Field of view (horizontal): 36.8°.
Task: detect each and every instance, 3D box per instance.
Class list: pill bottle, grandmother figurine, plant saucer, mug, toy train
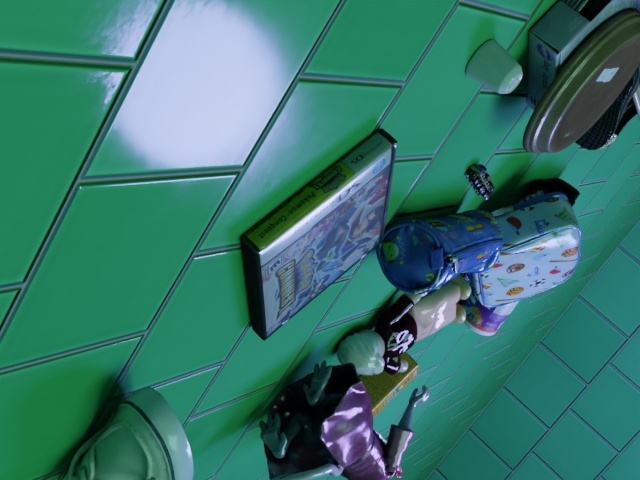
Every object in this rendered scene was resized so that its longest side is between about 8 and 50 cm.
[{"bbox_3d":[0.416,0.123,2.266,0.108,0.108,0.194,-19,145,-52],"label":"pill bottle"},{"bbox_3d":[0.162,0.177,1.899,0.342,0.104,0.208,-22,121,-43],"label":"grandmother figurine"},{"bbox_3d":[0.432,-0.244,1.546,0.278,0.041,0.278,-39,158,-19],"label":"plant saucer"},{"bbox_3d":[0.253,-0.241,1.349,0.078,0.064,0.062,-30,153,-38],"label":"mug"},{"bbox_3d":[0.289,-0.106,1.718,0.036,0.027,0.158,-52,160,3],"label":"toy train"}]

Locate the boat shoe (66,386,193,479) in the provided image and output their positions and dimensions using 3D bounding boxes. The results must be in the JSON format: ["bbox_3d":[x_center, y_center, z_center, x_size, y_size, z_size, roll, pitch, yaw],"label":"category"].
[{"bbox_3d":[-0.281,0.323,1.267,0.156,0.136,0.367,-29,163,-33],"label":"boat shoe"}]

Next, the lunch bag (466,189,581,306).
[{"bbox_3d":[0.401,0.022,1.958,0.243,0.115,0.303,-19,151,4],"label":"lunch bag"}]

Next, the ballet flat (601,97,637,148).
[{"bbox_3d":[0.689,-0.290,2.118,0.250,0.058,0.084,-46,159,-2],"label":"ballet flat"}]

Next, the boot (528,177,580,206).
[{"bbox_3d":[0.469,-0.029,2.110,0.207,0.094,0.246,-59,162,20],"label":"boot"}]

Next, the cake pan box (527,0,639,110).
[{"bbox_3d":[0.433,-0.336,1.527,0.246,0.070,0.267,-47,160,-5],"label":"cake pan box"}]

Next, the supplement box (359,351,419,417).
[{"bbox_3d":[0.111,0.334,2.098,0.233,0.080,0.078,-45,162,-12],"label":"supplement box"}]

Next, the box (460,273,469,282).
[{"bbox_3d":[0.315,0.081,2.120,0.083,0.018,0.067,-53,158,15],"label":"box"}]

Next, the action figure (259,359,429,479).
[{"bbox_3d":[0.070,0.384,1.792,0.248,0.276,0.370,-22,135,23],"label":"action figure"}]

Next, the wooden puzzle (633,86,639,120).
[{"bbox_3d":[0.757,-0.352,2.051,0.239,0.044,0.221,-46,135,-8],"label":"wooden puzzle"}]

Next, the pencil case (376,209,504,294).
[{"bbox_3d":[0.215,0.014,1.650,0.306,0.133,0.120,-11,106,-59],"label":"pencil case"}]

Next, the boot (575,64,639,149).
[{"bbox_3d":[0.600,-0.298,1.912,0.161,0.083,0.247,-40,160,-34],"label":"boot"}]

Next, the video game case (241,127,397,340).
[{"bbox_3d":[0.000,0.000,1.335,0.248,0.035,0.275,-39,158,-20],"label":"video game case"}]
